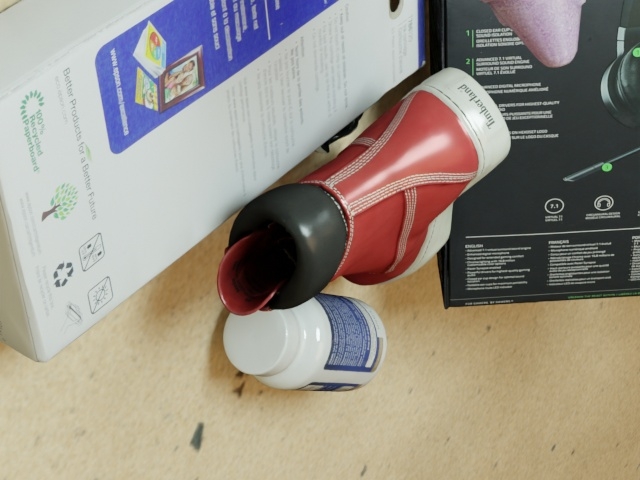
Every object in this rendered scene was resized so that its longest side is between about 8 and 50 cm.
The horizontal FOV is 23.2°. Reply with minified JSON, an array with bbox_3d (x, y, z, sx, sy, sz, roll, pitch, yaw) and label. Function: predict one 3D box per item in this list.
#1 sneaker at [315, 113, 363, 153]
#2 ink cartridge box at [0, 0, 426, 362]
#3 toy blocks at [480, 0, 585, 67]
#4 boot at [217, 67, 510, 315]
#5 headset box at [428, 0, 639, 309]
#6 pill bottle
[{"bbox_3d":[0.016,-0.088,0.991,0.109,0.044,0.040,-45,142,-33],"label":"sneaker"},{"bbox_3d":[-0.064,-0.093,0.847,0.332,0.065,0.165,-38,140,-35],"label":"ink cartridge box"},{"bbox_3d":[0.041,-0.186,0.664,0.309,0.288,0.260,-30,105,-45],"label":"toy blocks"},{"bbox_3d":[0.000,0.000,0.945,0.176,0.088,0.244,-35,171,-20],"label":"boot"},{"bbox_3d":[0.196,-0.105,1.040,0.131,0.246,0.283,-92,177,-50],"label":"headset box"},{"bbox_3d":[-0.011,0.066,1.034,0.120,0.067,0.067,11,101,-59],"label":"pill bottle"}]
